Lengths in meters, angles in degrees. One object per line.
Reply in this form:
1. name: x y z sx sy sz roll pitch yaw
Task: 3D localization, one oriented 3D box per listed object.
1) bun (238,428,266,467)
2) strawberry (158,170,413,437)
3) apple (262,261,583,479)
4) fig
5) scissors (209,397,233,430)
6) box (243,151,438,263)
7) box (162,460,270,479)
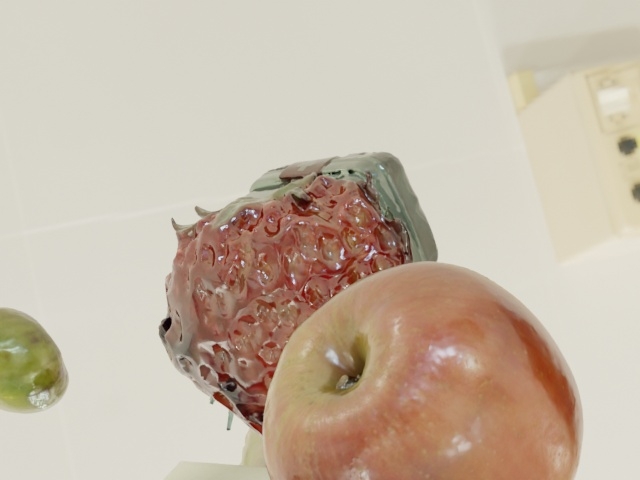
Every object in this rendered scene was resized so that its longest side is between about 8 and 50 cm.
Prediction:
1. bun: -0.012 0.355 1.507 0.213 0.361 0.361 13 170 2
2. strawberry: -0.040 0.089 1.092 0.150 0.280 0.253 -25 -160 -38
3. apple: 0.062 0.109 0.751 0.199 0.199 0.199 -13 170 -2
4. fig: -0.381 0.149 1.594 0.153 0.121 0.136 31 162 -10
5. scissors: -0.105 0.127 1.727 0.017 0.248 0.144 3 146 19
6. box: 0.000 0.000 1.275 0.129 0.148 0.210 -36 -161 -35
7. box: -0.128 0.292 1.064 0.164 0.069 0.256 -5 -151 43
